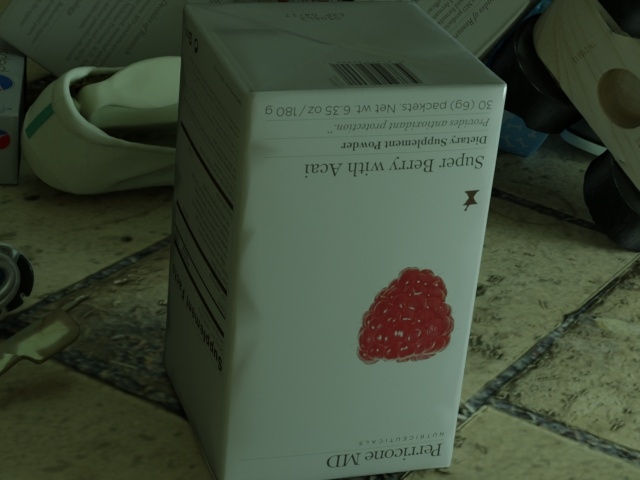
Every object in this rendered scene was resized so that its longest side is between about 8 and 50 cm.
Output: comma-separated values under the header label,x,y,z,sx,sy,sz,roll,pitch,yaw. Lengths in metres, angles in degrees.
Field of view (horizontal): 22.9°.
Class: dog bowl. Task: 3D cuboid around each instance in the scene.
label,x,y,z,sx,sy,sz,roll,pitch,yaw
dog bowl,0.227,-0.188,1.669,0.074,0.166,0.297,29,28,-3

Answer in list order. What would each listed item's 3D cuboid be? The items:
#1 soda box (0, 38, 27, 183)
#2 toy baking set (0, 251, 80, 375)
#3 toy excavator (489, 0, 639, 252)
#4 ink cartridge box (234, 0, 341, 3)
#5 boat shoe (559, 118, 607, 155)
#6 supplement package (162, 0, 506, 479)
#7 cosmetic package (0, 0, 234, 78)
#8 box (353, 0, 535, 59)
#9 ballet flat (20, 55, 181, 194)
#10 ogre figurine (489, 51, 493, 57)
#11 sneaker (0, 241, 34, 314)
label,x,y,z,sx,sy,sz,roll,pitch,yaw
soda box,-0.323,-0.132,1.538,0.069,0.074,0.216,2,27,-8
toy baking set,-0.313,0.066,1.125,0.256,0.030,0.196,16,50,7
toy excavator,0.455,-0.144,1.484,0.445,0.222,0.433,-29,77,-34
ink cartridge box,-0.154,-0.305,1.851,0.309,0.130,0.272,-1,27,-13
boat shoe,0.405,-0.123,1.644,0.305,0.091,0.109,7,26,1
supplement package,0.000,0.000,1.095,0.177,0.293,0.175,-4,28,-18
cosmetic package,-0.202,-0.235,1.604,0.184,0.151,0.151,35,24,-11
box,0.109,-0.210,1.502,0.119,0.182,0.181,45,20,1
ballet flat,-0.078,-0.123,1.485,0.400,0.139,0.139,-8,30,-25
ogre figurine,0.127,-0.254,1.857,0.197,0.097,0.118,-27,57,-24
sneaker,-0.320,0.032,1.241,0.191,0.071,0.083,1,6,-8
